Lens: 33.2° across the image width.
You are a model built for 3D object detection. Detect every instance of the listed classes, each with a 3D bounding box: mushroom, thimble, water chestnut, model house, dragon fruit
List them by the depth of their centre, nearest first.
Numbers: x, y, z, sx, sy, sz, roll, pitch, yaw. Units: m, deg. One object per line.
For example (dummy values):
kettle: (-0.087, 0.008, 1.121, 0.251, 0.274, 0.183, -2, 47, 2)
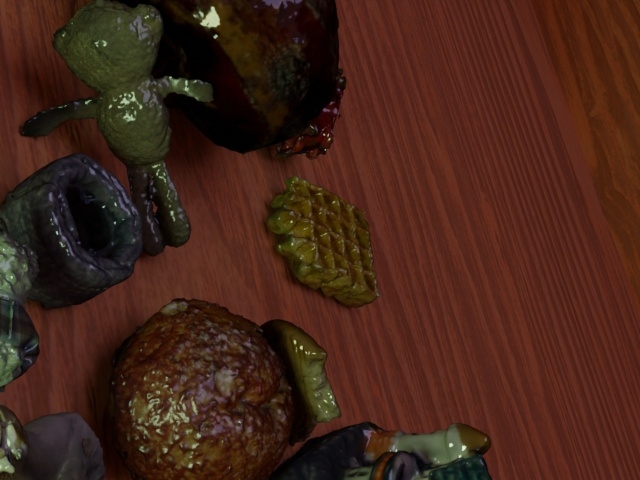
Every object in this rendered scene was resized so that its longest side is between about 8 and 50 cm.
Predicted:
mushroom: (-0.263, 0.194, 0.944, 0.081, 0.092, 0.223, 33, -4, 18)
thimble: (-0.266, -0.008, 1.131, 0.150, 0.098, 0.150, 38, 39, -40)
model house: (0.132, 0.319, 1.341, 0.271, 0.301, 0.190, -11, 85, -60)
water chestnut: (-0.141, -0.251, 1.358, 0.302, 0.350, 0.350, -46, 114, -16)
dragon fruit: (-0.039, -0.186, 1.594, 0.208, 0.133, 0.150, -21, 47, -33)

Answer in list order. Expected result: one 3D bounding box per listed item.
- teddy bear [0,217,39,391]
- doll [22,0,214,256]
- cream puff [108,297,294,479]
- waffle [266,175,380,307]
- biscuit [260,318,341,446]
teddy bear: (-0.298, 0.073, 0.937, 0.133, 0.111, 0.213, 50, 56, -54)
doll: (-0.205, -0.133, 1.234, 0.286, 0.203, 0.091, 50, 16, -18)
cream puff: (-0.122, 0.177, 1.172, 0.240, 0.164, 0.240, 41, 32, -33)
waffle: (0.000, 0.000, 1.583, 0.211, 0.055, 0.160, 26, 47, -49)
biscuit: (-0.031, 0.184, 1.293, 0.031, 0.176, 0.228, -25, 130, -23)
